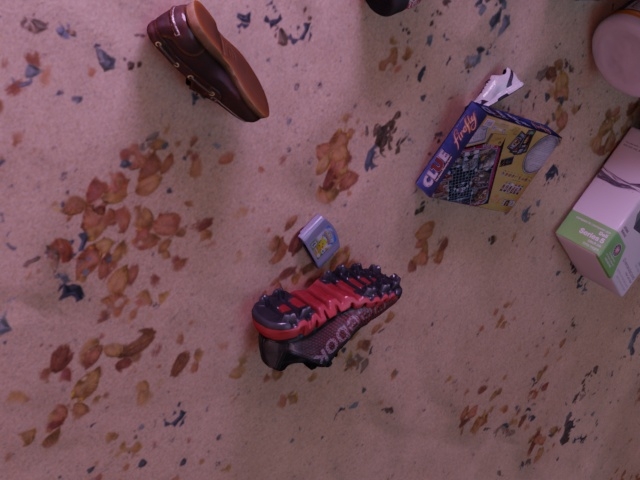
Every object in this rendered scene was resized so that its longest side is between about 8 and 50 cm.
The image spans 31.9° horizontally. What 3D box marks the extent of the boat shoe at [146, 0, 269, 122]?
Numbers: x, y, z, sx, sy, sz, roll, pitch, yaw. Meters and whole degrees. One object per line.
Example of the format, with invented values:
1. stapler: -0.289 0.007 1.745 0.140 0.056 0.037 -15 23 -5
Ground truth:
1. boat shoe: -0.135 -0.211 1.368 0.073 0.073 0.207 -22 139 16

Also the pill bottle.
1. pill bottle: 0.626 -0.384 1.982 0.278 0.162 0.162 -36 137 -25

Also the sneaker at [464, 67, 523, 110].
1. sneaker: 0.274 -0.240 1.812 0.109 0.040 0.043 -33 93 -14

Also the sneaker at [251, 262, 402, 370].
1. sneaker: 0.011 0.123 1.720 0.276 0.098 0.135 -19 127 -36

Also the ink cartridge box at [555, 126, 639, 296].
1. ink cartridge box: 0.611 -0.056 2.227 0.272 0.115 0.198 -53 142 -6

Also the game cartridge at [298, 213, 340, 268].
1. game cartridge: 0.000 0.000 1.691 0.056 0.017 0.083 -49 141 -16

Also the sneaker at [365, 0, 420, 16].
1. sneaker: 0.128 -0.439 1.473 0.145 0.090 0.270 -30 137 -32

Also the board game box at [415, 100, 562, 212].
1. board game box: 0.282 -0.133 1.853 0.243 0.042 0.165 8 122 -50
